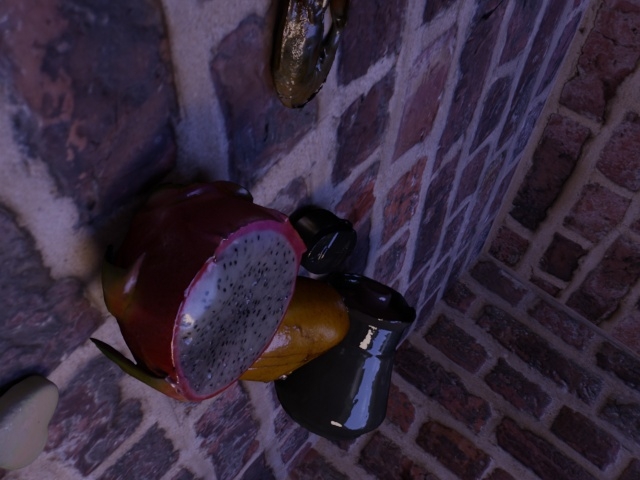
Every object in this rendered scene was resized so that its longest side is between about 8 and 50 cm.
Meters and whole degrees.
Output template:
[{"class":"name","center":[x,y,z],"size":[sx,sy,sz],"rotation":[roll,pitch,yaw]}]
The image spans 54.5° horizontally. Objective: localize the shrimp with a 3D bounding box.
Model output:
[{"class":"shrimp","center":[-0.001,-0.283,0.822],"size":[0.173,0.058,0.253],"rotation":[-47,163,-39]}]

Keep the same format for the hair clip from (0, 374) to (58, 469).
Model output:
[{"class":"hair clip","center":[-0.420,0.254,0.765],"size":[0.218,0.071,0.159],"rotation":[-48,157,-26]}]

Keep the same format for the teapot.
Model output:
[{"class":"teapot","center":[0.037,0.266,1.515],"size":[0.376,0.305,0.362],"rotation":[12,107,-36]}]

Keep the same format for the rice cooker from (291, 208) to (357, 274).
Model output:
[{"class":"rice cooker","center":[0.000,0.000,1.197],"size":[0.112,0.106,0.165],"rotation":[-60,162,18]}]

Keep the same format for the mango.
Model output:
[{"class":"mango","center":[-0.091,0.169,1.191],"size":[0.350,0.201,0.199],"rotation":[-4,92,-54]}]

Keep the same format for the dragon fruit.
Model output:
[{"class":"dragon fruit","center":[-0.166,0.049,0.827],"size":[0.290,0.189,0.291],"rotation":[-47,153,-33]}]
